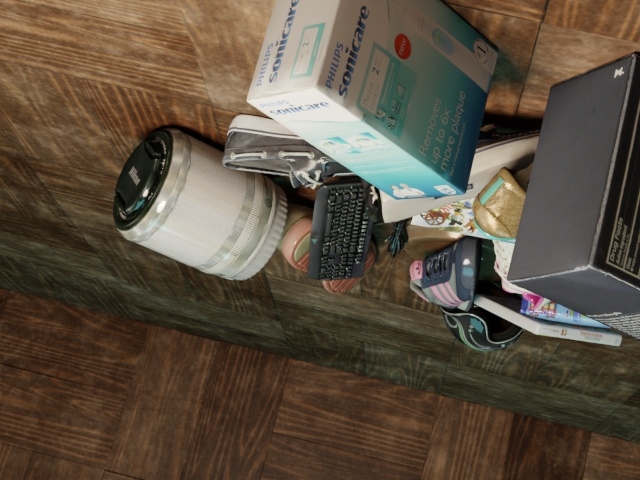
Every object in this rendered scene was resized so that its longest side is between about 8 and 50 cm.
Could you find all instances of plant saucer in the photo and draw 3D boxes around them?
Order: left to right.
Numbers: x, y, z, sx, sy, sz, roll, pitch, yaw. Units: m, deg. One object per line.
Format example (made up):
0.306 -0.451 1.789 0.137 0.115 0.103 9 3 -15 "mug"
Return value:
0.281 0.020 2.314 0.277 0.041 0.278 14 162 5 "plant saucer"

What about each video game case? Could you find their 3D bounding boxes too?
0.448 0.156 2.325 0.206 0.026 0.227 10 -171 -27 "video game case"

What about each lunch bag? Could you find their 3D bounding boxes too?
0.522 0.111 2.278 0.220 0.138 0.293 7 171 17 "lunch bag"

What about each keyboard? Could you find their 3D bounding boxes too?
0.080 -0.020 2.192 0.201 0.033 0.317 -11 148 -11 "keyboard"

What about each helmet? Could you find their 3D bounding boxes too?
0.347 0.155 2.479 0.169 0.169 0.161 -4 139 47 "helmet"

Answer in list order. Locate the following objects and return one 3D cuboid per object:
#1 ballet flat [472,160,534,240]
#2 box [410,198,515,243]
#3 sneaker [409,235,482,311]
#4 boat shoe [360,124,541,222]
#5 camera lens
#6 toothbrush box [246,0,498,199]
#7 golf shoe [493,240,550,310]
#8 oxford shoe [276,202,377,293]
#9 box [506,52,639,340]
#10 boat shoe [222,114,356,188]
0.372 -0.076 1.690 0.342 0.116 0.124 -4 132 -29 "ballet flat"
0.273 -0.073 1.871 0.233 0.044 0.159 10 136 1 "box"
0.235 0.064 2.233 0.131 0.112 0.319 11 162 5 "sneaker"
0.213 -0.148 1.730 0.340 0.158 0.127 -14 157 -2 "boat shoe"
-0.227 -0.066 2.163 0.274 0.219 0.219 25 161 -30 "camera lens"
0.073 -0.208 1.460 0.126 0.216 0.295 -4 154 45 "toothbrush box"
0.352 0.025 2.045 0.306 0.140 0.115 37 -163 -37 "golf shoe"
0.000 0.000 2.407 0.146 0.140 0.397 42 -179 27 "oxford shoe"
0.435 -0.040 1.549 0.294 0.296 0.182 24 162 -24 "box"
-0.021 -0.135 1.966 0.301 0.102 0.108 12 163 12 "boat shoe"
